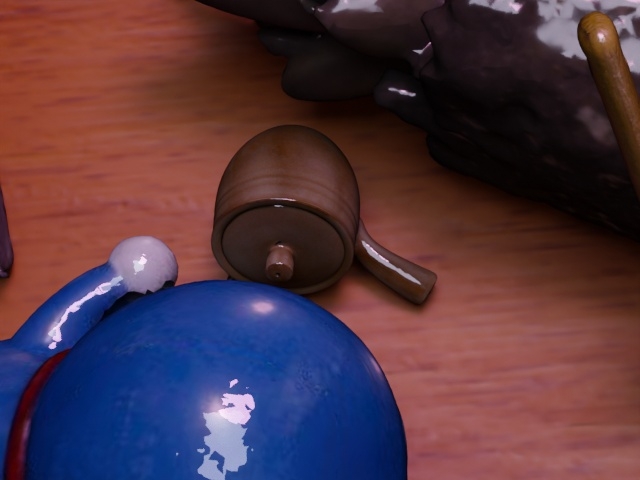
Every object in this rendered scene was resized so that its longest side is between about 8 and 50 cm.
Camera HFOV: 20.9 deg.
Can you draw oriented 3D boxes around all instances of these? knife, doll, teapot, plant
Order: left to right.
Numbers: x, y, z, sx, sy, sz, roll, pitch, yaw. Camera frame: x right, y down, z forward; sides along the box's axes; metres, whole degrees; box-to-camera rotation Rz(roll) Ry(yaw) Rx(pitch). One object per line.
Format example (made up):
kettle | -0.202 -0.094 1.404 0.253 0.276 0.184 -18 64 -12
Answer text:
doll | -0.087 0.103 0.740 0.257 0.161 0.215 4 83 24
teapot | 0.000 0.000 0.816 0.110 0.085 0.080 22 46 -16
plant | 0.083 -0.122 0.785 0.320 0.194 0.181 31 75 8
knife | 0.144 0.001 0.696 0.022 0.256 0.046 -23 42 7

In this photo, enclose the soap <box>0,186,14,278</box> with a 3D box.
soap | -0.241 -0.137 0.757 0.107 0.296 0.285 -16 70 -1
